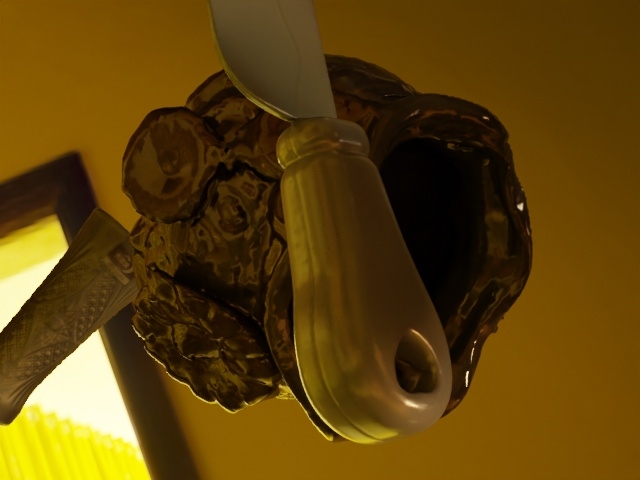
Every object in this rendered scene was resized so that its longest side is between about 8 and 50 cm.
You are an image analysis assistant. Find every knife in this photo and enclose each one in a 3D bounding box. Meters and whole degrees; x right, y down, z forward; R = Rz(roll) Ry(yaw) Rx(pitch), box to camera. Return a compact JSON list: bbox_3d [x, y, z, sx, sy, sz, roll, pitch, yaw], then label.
[{"bbox_3d":[-0.014,-0.074,0.487,0.080,0.331,0.044,-4,-15,-46],"label":"knife"}]

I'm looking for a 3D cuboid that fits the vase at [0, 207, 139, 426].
[{"bbox_3d":[-0.260,0.078,1.086,0.219,0.096,0.096,-48,-17,-10],"label":"vase"}]

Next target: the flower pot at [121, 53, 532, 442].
[{"bbox_3d":[0.000,0.000,0.850,0.301,0.213,0.302,-20,-58,-37],"label":"flower pot"}]
